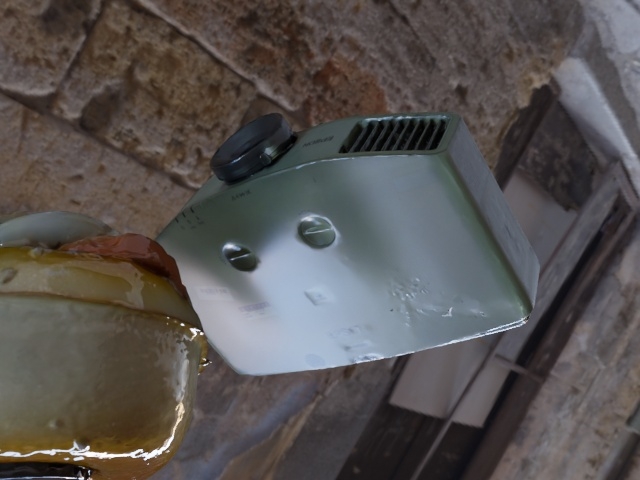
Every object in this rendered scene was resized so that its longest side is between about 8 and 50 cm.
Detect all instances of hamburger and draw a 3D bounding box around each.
[{"bbox_3d":[-0.175,0.081,0.424,0.237,0.237,0.147,30,-139,-46],"label":"hamburger"}]

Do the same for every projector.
[{"bbox_3d":[0.000,0.000,0.513,0.270,0.088,0.193,-17,121,33],"label":"projector"}]
